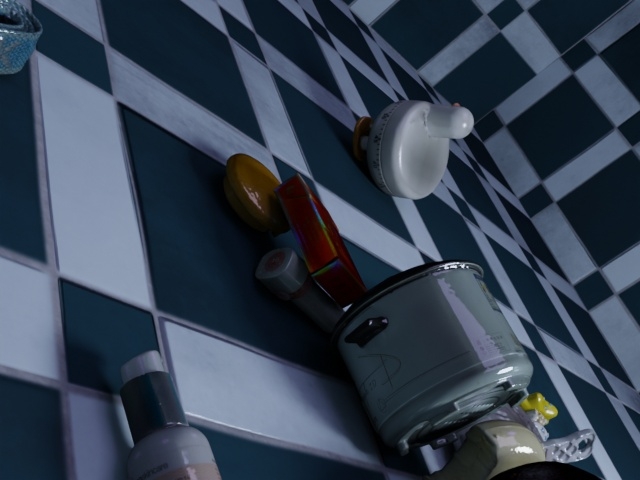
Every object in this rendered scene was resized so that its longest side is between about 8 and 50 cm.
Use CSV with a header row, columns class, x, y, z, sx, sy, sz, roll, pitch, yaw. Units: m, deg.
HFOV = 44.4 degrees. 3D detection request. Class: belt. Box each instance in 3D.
class,x,y,z,sx,sy,sz,roll,pitch,yaw
belt,-0.380,-0.196,0.783,0.087,0.072,0.302,46,22,-9

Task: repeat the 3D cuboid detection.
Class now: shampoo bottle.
class,x,y,z,sx,sy,sz,roll,pitch,yaw
shampoo bottle,-0.132,0.183,0.675,0.074,0.074,0.192,21,37,-53

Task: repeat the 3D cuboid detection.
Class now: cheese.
class,x,y,z,sx,sy,sz,roll,pitch,yaw
cheese,0.265,0.323,1.078,0.249,0.163,0.071,11,21,-29

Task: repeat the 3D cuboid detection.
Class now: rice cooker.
class,x,y,z,sx,sy,sz,roll,pitch,yaw
rice cooker,0.145,0.148,1.071,0.280,0.241,0.227,5,50,-48

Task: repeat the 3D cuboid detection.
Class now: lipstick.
class,x,y,z,sx,sy,sz,roll,pitch,yaw
lipstick,-0.009,0.088,1.113,0.186,0.063,0.057,46,53,-32

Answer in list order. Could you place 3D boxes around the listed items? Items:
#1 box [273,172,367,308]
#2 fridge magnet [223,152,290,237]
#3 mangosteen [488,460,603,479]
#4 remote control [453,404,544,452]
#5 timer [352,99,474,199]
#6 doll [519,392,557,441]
class,x,y,z,sx,sy,sz,roll,pitch,yaw
box,0.001,-0.001,1.122,0.112,0.048,0.175,48,13,-51
fridge magnet,-0.094,-0.068,1.181,0.143,0.063,0.143,43,24,-24
mangosteen,0.248,0.394,0.904,0.287,0.287,0.233,43,13,-21
remote control,0.299,0.363,1.233,0.221,0.103,0.332,27,32,-31
timer,0.225,-0.211,1.813,0.240,0.233,0.233,11,-8,39
doll,0.418,0.361,1.557,0.135,0.071,0.113,23,53,-41
